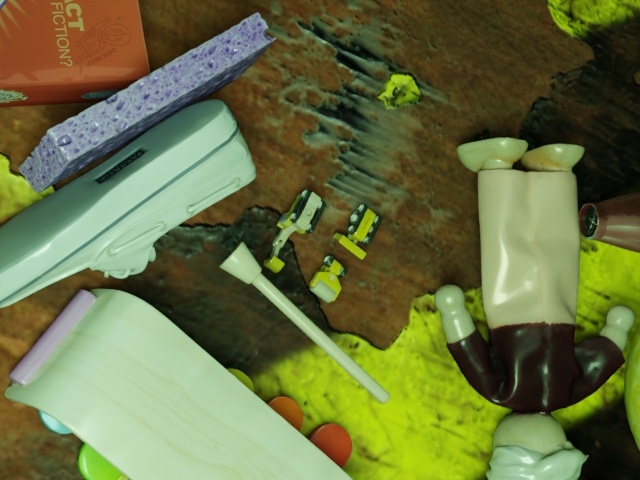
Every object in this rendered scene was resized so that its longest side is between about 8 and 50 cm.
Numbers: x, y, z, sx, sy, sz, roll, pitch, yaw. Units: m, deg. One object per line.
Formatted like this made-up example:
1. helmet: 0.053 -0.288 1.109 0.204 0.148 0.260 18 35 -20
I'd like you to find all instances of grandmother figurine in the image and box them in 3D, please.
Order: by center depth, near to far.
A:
1. grandmother figurine: 0.201 0.083 1.119 0.207 0.104 0.343 3 81 -8

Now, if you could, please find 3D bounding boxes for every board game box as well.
1. board game box: -0.312 -0.226 0.955 0.316 0.064 0.242 -8 83 -26

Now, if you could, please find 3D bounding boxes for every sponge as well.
1. sponge: -0.142 -0.112 0.982 0.210 0.117 0.031 -35 94 -26

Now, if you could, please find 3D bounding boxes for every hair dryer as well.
1. hair dryer: 0.368 -0.078 1.253 0.223 0.080 0.293 45 59 6

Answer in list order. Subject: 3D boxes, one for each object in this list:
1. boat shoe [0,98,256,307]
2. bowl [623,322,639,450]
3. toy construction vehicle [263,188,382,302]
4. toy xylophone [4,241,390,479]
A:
1. boat shoe: -0.163 -0.011 0.957 0.258 0.095 0.084 -33 118 -8
2. bowl: 0.387 0.199 1.096 0.289 0.289 0.156 24 105 -19
3. toy construction vehicle: 0.000 0.000 1.077 0.086 0.035 0.098 34 70 -27
4. toy xylophone: -0.080 0.154 0.978 0.236 0.081 0.323 -44 99 -25
